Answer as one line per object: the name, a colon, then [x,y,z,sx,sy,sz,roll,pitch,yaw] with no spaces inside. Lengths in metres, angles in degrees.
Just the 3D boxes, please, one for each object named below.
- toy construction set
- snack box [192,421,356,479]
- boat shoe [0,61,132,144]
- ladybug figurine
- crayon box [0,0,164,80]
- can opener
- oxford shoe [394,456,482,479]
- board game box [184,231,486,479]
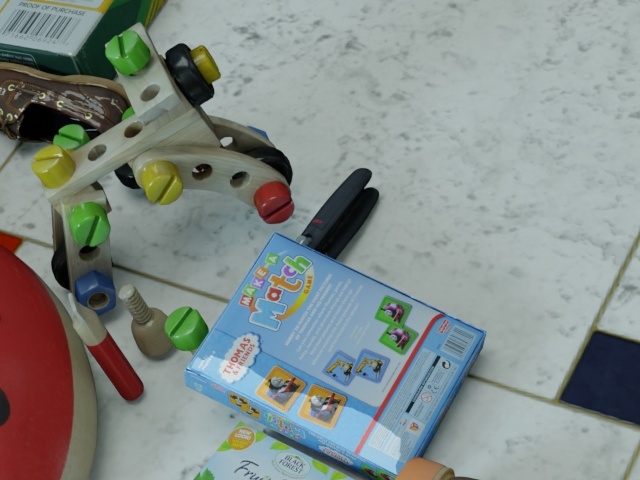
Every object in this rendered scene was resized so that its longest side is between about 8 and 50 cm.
toy construction set: [-0.177,-0.047,1.568,0.257,0.237,0.309,-8,50,17]
snack box: [-0.039,0.223,1.443,0.141,0.037,0.100,23,58,31]
boat shoe: [-0.300,-0.137,1.801,0.207,0.073,0.073,5,50,20]
ladybug figurine: [-0.368,0.120,1.539,0.305,0.162,0.449,-31,49,-12]
crayon box: [-0.272,-0.303,1.930,0.203,0.083,0.323,11,55,25]
can opener: [0.000,0.000,1.610,0.073,0.059,0.186,19,58,29]
oxford shoe: [0.069,0.323,1.270,0.132,0.130,0.364,14,55,18]
board game box: [0.013,0.102,1.492,0.211,0.039,0.160,26,62,13]
